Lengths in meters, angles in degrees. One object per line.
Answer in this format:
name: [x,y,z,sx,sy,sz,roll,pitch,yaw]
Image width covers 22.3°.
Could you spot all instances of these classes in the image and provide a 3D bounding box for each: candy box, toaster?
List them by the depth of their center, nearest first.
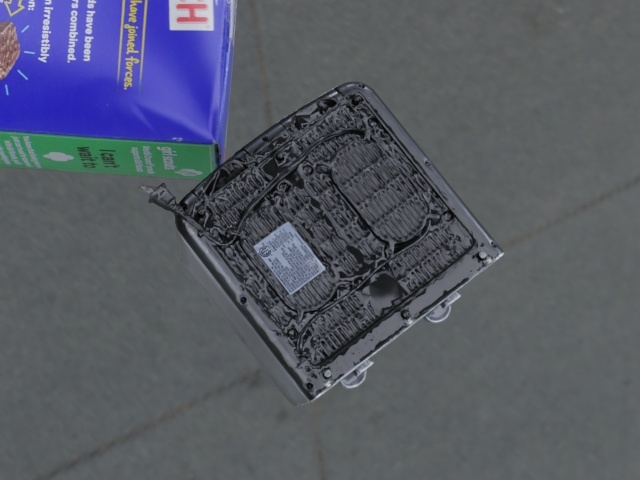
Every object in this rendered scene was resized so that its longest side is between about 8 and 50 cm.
toaster: [0.000,0.000,1.094,0.168,0.186,0.110,-37,173,-14]
candy box: [-0.218,-0.193,1.194,0.317,0.122,0.268,4,80,0]
